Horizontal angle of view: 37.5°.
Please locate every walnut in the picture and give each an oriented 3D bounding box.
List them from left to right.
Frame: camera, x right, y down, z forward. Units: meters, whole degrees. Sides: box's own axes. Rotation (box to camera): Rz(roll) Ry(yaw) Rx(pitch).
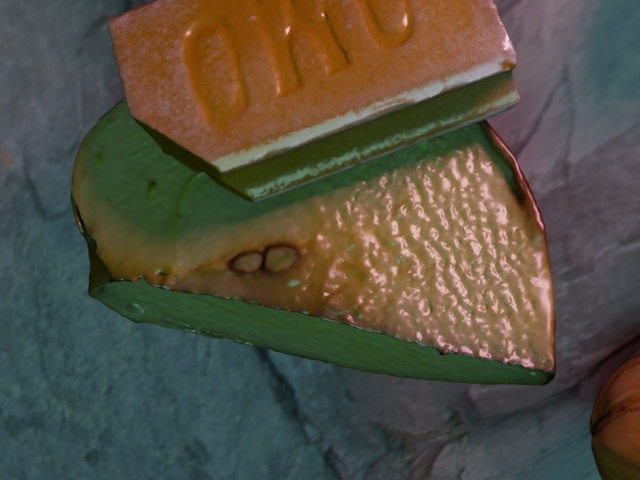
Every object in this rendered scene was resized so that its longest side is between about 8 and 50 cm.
[{"bbox_3d":[0.322,0.165,0.759,0.206,0.159,0.159,5,123,2],"label":"walnut"}]

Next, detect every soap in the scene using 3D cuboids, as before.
[{"bbox_3d":[-0.007,-0.115,0.602,0.232,0.140,0.073,-20,155,5],"label":"soap"}]

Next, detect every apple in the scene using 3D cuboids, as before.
[{"bbox_3d":[0.000,0.000,0.670,0.346,0.179,0.254,10,125,12],"label":"apple"}]
